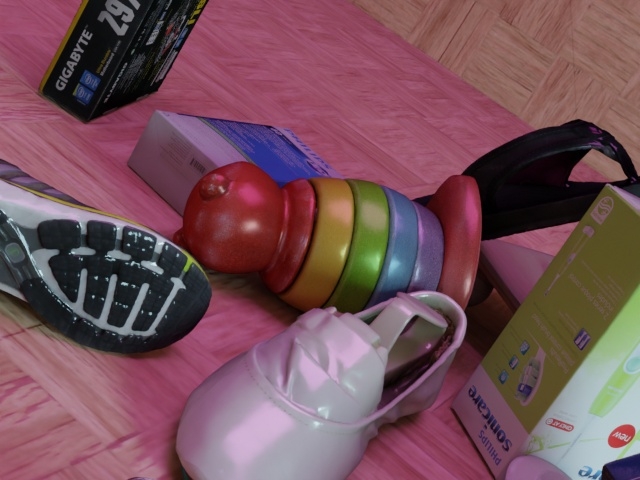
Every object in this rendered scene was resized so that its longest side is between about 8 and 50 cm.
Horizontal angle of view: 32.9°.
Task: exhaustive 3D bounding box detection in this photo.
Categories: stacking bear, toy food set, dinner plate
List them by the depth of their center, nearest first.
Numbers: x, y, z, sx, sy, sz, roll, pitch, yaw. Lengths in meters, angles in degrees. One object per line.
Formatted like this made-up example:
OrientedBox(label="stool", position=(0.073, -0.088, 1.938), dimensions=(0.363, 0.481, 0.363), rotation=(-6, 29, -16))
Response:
OrientedBox(label="dinner plate", position=(0.219, 0.251, 0.963), dimensions=(0.141, 0.017, 0.141), rotation=(33, 33, -24))
OrientedBox(label="stacking bear", position=(0.000, 0.000, 1.103), dimensions=(0.288, 0.175, 0.164), rotation=(15, 48, -19))
OrientedBox(label="toy food set", position=(0.278, 0.114, 1.371), dimensions=(0.219, 0.092, 0.306), rotation=(14, 34, -43))

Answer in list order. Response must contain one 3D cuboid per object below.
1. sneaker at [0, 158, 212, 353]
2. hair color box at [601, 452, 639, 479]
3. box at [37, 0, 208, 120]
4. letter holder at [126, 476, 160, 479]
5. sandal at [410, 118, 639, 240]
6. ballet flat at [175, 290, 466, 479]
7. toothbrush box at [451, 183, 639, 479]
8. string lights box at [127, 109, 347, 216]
OrientedBox(label="sneaker", position=(-0.222, -0.008, 0.853), dimensions=(0.299, 0.111, 0.121), rotation=(26, 16, -22))
OrientedBox(label="hair color box", position=(0.313, 0.314, 0.738), dimensions=(0.105, 0.174, 0.347), rotation=(-13, 32, -9))
OrientedBox(label="box", position=(-0.193, -0.312, 1.310), dimensions=(0.079, 0.322, 0.257), rotation=(33, 20, -1))
OrientedBox(label="letter holder", position=(0.004, 0.228, 0.547), dimensions=(0.301, 0.152, 0.214), rotation=(26, 18, -17))
OrientedBox(label="sandal", position=(0.217, -0.067, 1.221), dimensions=(0.167, 0.107, 0.445), rotation=(-20, 8, -39))
OrientedBox(label="ballet flat", position=(0.021, 0.105, 0.903), dimensions=(0.139, 0.139, 0.400), rotation=(38, 20, 18))
OrientedBox(label="toothbrush box", position=(0.300, 0.117, 1.066), dimensions=(0.206, 0.283, 0.122), rotation=(21, 23, -29))
OrientedBox(label="string lights box", position=(-0.084, -0.078, 1.273), dimensions=(0.133, 0.077, 0.259), rotation=(42, 21, 26))
